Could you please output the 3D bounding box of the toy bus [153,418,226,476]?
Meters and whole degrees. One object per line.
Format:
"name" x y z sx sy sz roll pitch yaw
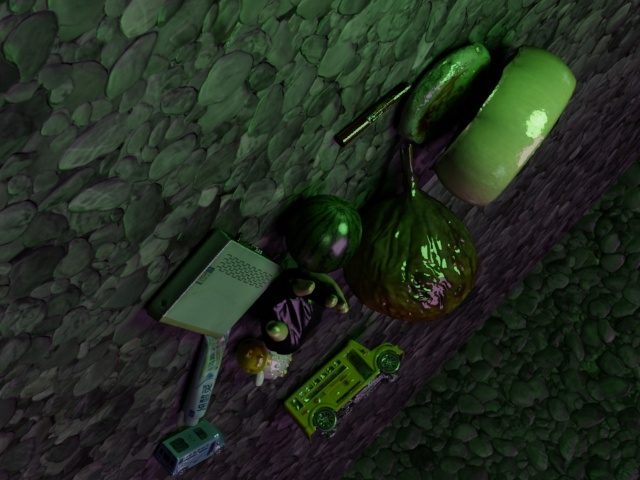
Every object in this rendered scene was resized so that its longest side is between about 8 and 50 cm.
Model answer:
"toy bus" -0.276 0.445 2.256 0.167 0.073 0.076 -24 147 -46

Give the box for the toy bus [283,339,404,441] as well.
"toy bus" 0.065 0.372 2.691 0.330 0.152 0.144 -40 164 -12

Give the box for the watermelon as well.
"watermelon" 0.000 0.000 1.902 0.140 0.141 0.187 -29 157 -40

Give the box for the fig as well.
"fig" 0.182 -0.022 2.086 0.286 0.286 0.369 -32 136 -35

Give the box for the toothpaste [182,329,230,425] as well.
"toothpaste" -0.232 0.268 2.070 0.075 0.048 0.297 -24 146 -41

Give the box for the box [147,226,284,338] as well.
"box" -0.177 0.078 1.824 0.211 0.045 0.270 -49 159 4

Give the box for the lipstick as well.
"lipstick" 0.095 -0.227 1.840 0.176 0.027 0.027 -42 159 -19

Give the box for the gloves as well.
"gloves" -0.049 0.132 2.010 0.197 0.152 0.301 -50 -173 -25

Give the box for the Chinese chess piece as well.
"Chinese chess piece" 0.361 -0.229 2.056 0.338 0.140 0.338 -53 180 0

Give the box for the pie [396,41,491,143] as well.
"pie" 0.238 -0.278 1.985 0.240 0.054 0.240 -39 158 -19

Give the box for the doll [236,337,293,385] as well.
"doll" -0.118 0.249 2.204 0.129 0.081 0.207 -66 157 -3
